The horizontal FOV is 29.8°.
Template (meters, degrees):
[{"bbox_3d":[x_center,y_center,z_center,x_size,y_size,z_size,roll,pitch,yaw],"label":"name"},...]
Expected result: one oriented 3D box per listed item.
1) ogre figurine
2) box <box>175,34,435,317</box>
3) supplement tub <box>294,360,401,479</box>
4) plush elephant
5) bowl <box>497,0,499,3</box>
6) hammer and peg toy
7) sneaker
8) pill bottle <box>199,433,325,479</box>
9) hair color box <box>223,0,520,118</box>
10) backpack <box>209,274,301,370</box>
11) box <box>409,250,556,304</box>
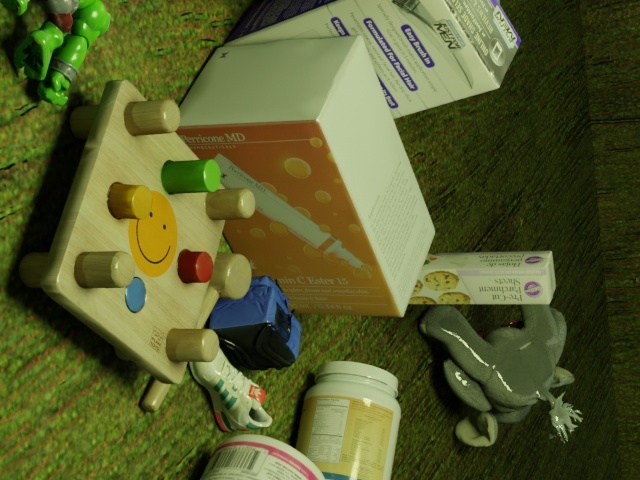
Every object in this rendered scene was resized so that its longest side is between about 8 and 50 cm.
[{"bbox_3d":[-0.266,-0.243,1.199,0.118,0.097,0.197,-50,122,-38],"label":"ogre figurine"},{"bbox_3d":[-0.013,-0.075,1.567,0.345,0.215,0.168,65,37,-38],"label":"box"},{"bbox_3d":[0.038,0.289,1.737,0.144,0.144,0.200,48,47,-53],"label":"supplement tub"},{"bbox_3d":[0.347,0.250,2.289,0.272,0.255,0.330,-28,80,-20],"label":"plush elephant"},{"bbox_3d":[0.077,-0.322,1.686,0.163,0.311,0.311,-54,136,-38],"label":"bowl"},{"bbox_3d":[-0.168,0.027,1.346,0.361,0.127,0.266,52,44,-51],"label":"hammer and peg toy"},{"bbox_3d":[-0.109,0.180,1.520,0.057,0.075,0.161,-61,141,-46],"label":"sneaker"},{"bbox_3d":[-0.107,0.383,1.419,0.283,0.160,0.160,-61,141,-45],"label":"pill bottle"},{"bbox_3d":[0.062,-0.254,1.545,0.185,0.339,0.110,53,47,-27],"label":"hair color box"},{"bbox_3d":[-0.075,0.110,1.569,0.120,0.098,0.101,58,36,-45],"label":"backpack"},{"bbox_3d":[0.201,0.059,1.878,0.063,0.324,0.067,-52,136,-57],"label":"box"}]
